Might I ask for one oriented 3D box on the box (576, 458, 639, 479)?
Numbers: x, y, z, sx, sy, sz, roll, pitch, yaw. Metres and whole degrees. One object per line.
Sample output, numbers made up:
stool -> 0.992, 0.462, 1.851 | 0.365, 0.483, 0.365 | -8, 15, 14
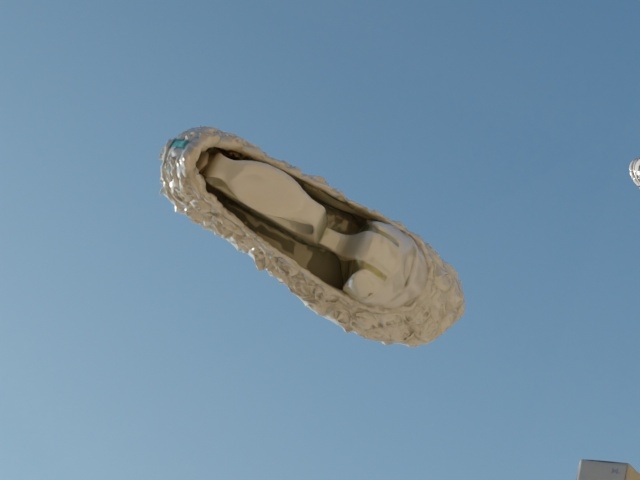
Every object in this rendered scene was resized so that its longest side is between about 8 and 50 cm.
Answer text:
box -> 0.549, 0.490, 1.902 | 0.094, 0.113, 0.275 | -2, -31, 38

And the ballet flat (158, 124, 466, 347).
ballet flat -> 0.000, 0.000, 1.203 | 0.409, 0.147, 0.147 | 29, -63, -10

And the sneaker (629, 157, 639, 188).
sneaker -> 0.438, -0.061, 1.369 | 0.040, 0.109, 0.044 | -29, -5, -14
